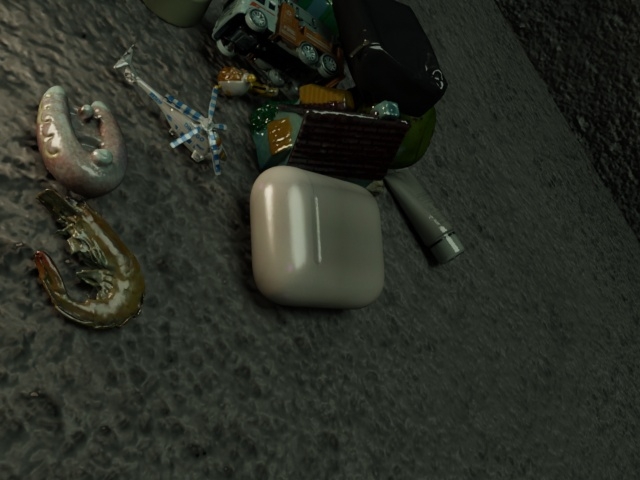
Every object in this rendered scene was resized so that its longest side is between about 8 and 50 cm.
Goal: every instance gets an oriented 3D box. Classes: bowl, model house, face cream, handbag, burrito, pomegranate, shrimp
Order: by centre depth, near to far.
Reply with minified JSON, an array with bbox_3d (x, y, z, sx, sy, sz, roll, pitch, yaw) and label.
[{"bbox_3d":[-0.388,0.038,1.161,0.253,0.058,0.173,49,47,-14],"label":"shrimp"},{"bbox_3d":[-0.312,-0.593,1.592,0.211,0.112,0.211,26,50,-35],"label":"bowl"},{"bbox_3d":[0.023,-0.257,1.594,0.281,0.249,0.229,0,67,-28],"label":"model house"},{"bbox_3d":[0.128,-0.445,1.702,0.275,0.178,0.301,11,47,-33],"label":"handbag"},{"bbox_3d":[0.109,-0.152,1.856,0.188,0.045,0.058,7,88,-49],"label":"burrito"},{"bbox_3d":[0.177,-0.318,1.888,0.271,0.254,0.254,34,44,-14],"label":"pomegranate"},{"bbox_3d":[0.282,-0.082,1.985,0.143,0.089,0.314,-19,74,-51],"label":"face cream"}]

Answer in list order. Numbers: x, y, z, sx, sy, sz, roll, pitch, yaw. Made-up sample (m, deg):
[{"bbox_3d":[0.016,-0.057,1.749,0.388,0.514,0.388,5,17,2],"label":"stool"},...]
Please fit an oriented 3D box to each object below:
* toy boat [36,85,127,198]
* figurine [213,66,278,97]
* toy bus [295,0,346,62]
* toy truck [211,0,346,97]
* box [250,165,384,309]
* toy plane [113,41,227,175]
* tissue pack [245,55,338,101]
[{"bbox_3d":[-0.396,-0.176,1.223,0.155,0.085,0.227,19,41,-44],"label":"toy boat"},{"bbox_3d":[-0.169,-0.351,1.629,0.143,0.101,0.068,6,96,-56],"label":"figurine"},{"bbox_3d":[0.070,-0.613,1.990,0.199,0.183,0.343,48,36,4],"label":"toy bus"},{"bbox_3d":[-0.102,-0.477,1.633,0.338,0.133,0.184,26,56,-33],"label":"toy truck"},{"bbox_3d":[-0.001,0.000,1.532,0.349,0.141,0.288,9,74,-47],"label":"box"},{"bbox_3d":[-0.295,-0.246,1.423,0.273,0.107,0.181,24,60,-24],"label":"toy plane"},{"bbox_3d":[-0.071,-0.445,1.799,0.257,0.081,0.185,46,40,-19],"label":"tissue pack"}]
